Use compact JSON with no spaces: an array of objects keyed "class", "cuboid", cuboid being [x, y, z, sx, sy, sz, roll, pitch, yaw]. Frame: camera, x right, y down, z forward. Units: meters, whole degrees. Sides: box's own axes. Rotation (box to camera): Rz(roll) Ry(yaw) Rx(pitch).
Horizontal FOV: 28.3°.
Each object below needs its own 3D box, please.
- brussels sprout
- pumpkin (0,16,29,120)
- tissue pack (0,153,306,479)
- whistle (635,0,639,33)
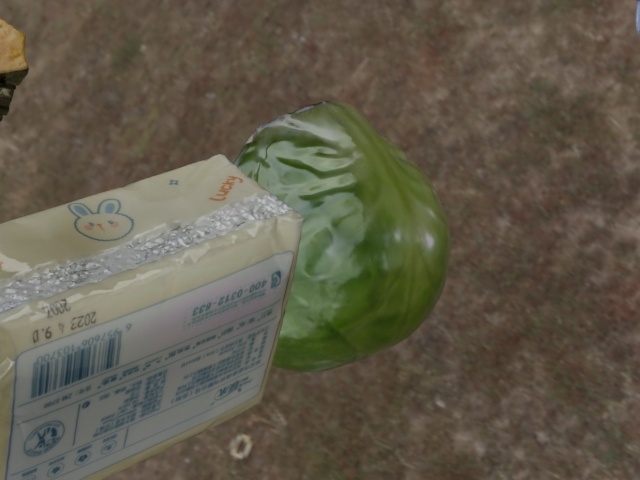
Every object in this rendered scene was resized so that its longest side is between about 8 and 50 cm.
[{"class":"brussels sprout","cuboid":[0.000,0.000,1.161,0.244,0.244,0.244,-21,55,32]},{"class":"pumpkin","cuboid":[-0.197,-0.078,0.664,0.054,0.083,0.074,66,151,11]},{"class":"tissue pack","cuboid":[-0.113,0.050,0.670,0.092,0.196,0.148,41,133,32]},{"class":"whistle","cuboid":[0.271,-0.212,1.048,0.029,0.033,0.083,20,110,47]}]
